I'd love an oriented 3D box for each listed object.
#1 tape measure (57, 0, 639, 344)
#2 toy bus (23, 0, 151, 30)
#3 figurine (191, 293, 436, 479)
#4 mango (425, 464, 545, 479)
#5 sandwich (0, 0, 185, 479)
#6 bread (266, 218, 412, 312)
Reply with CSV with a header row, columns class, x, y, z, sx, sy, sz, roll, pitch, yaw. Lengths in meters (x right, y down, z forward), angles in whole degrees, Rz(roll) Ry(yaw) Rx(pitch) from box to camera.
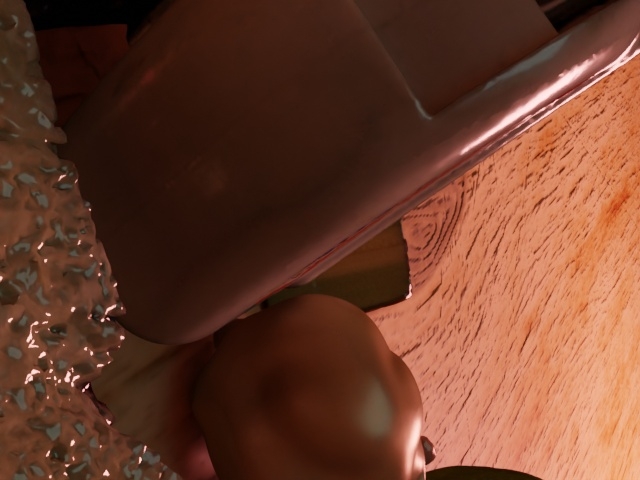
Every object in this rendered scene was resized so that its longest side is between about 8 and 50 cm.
class,x,y,z,sx,sy,sz,roll,pitch,yaw
tape measure,0.016,-0.073,0.486,0.125,0.243,0.246,56,30,4
toy bus,-0.090,-0.127,0.485,0.172,0.058,0.072,-26,101,-64
figurine,0.011,0.089,0.614,0.196,0.108,0.114,16,59,-72
mango,0.066,0.239,0.575,0.225,0.201,0.382,59,24,7
sandwich,-0.122,0.027,0.335,0.254,0.100,0.288,40,50,-50
bread,0.000,-0.001,0.712,0.139,0.084,0.074,-128,-152,-78
